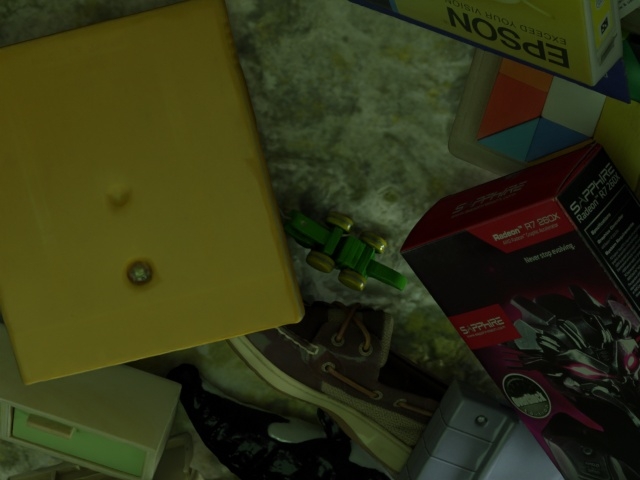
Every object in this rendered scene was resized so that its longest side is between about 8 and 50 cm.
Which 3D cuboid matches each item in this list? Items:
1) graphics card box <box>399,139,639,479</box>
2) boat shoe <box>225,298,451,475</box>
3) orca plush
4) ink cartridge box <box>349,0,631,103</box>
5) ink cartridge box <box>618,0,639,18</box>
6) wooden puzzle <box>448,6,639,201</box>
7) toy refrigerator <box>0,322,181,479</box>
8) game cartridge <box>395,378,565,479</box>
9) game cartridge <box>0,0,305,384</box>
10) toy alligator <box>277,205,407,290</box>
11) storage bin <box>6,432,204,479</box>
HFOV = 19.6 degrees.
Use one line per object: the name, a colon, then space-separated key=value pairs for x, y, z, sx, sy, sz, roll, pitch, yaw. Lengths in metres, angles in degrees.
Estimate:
graphics card box: x=0.265 y=0.103 z=1.745 sx=0.233 sy=0.094 sz=0.371 roll=-20 pitch=111 yaw=51
boat shoe: x=0.026 y=0.109 z=1.891 sx=0.342 sy=0.123 sz=0.123 roll=41 pitch=112 yaw=-20
orca plush: x=-0.046 y=0.235 z=1.993 sx=0.151 sy=0.102 sz=0.287 roll=-36 pitch=111 yaw=29
ink cartridge box: x=0.101 y=-0.235 z=1.524 sx=0.303 sy=0.072 sz=0.307 roll=24 pitch=152 yaw=27
ink cartridge box: x=0.207 y=-0.299 z=1.547 sx=0.086 sy=0.148 sz=0.203 roll=-34 pitch=111 yaw=31
wooden puzzle: x=0.237 y=-0.127 z=1.690 sx=0.221 sy=0.044 sz=0.239 roll=24 pitch=128 yaw=15
toy refrigerator: x=-0.293 y=0.171 z=1.978 sx=0.269 sy=0.094 sz=0.102 roll=19 pitch=147 yaw=1
game cartridge: x=0.243 y=0.305 z=1.940 sx=0.355 sy=0.068 sz=0.230 roll=22 pitch=105 yaw=-18
game cartridge: x=-0.189 y=-0.047 z=1.768 sx=0.285 sy=0.053 sz=0.324 roll=-13 pitch=99 yaw=5
toy alligator: x=0.000 y=0.000 z=1.856 sx=0.189 sy=0.056 sz=0.051 roll=30 pitch=165 yaw=-10
storage bin: x=-0.200 y=0.374 z=2.108 sx=0.260 sy=0.123 sz=0.262 roll=-16 pitch=119 yaw=20
